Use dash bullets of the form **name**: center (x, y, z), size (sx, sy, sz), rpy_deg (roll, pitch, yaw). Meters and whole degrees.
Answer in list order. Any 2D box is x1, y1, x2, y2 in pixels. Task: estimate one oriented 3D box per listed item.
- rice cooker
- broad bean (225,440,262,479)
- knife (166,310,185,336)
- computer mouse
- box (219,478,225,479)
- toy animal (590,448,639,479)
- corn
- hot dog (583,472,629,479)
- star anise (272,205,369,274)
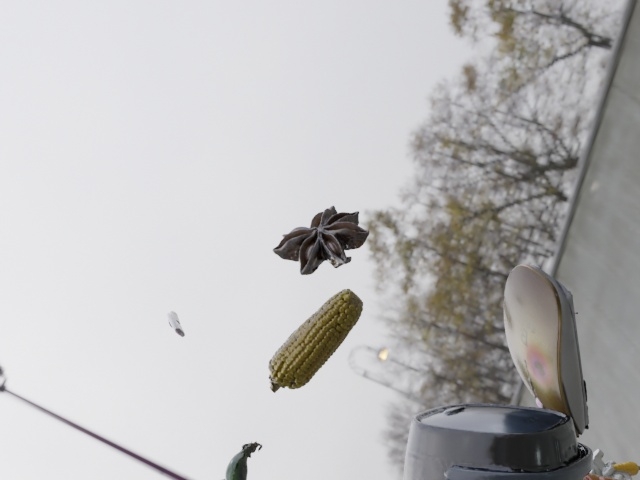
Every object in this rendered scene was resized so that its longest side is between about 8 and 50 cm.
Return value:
- **rice cooker**: center (0.244, 0.350, 1.291), size (0.267, 0.267, 0.224), rpy_deg (3, -93, -71)
- **broad bean**: center (-0.135, 0.587, 2.046), size (0.144, 0.292, 0.049), rpy_deg (-4, -25, -49)
- **knife**: center (-0.327, 0.183, 2.068), size (0.022, 0.046, 0.256), rpy_deg (-38, 12, -7)
- **computer mouse**: center (0.359, 0.182, 1.486), size (0.072, 0.158, 0.310), rpy_deg (-23, -59, -11)
- **box**: center (-0.350, 0.765, 2.473), size (0.180, 0.325, 0.047), rpy_deg (66, -156, 2)
- **toy animal**: center (0.702, 0.595, 2.228), size (0.127, 0.182, 0.131), rpy_deg (-49, -4, 37)
- **corn**: center (-0.016, 0.256, 2.340), size (0.322, 0.119, 0.119), rpy_deg (-49, -19, 3)
- **hot dog**: center (0.602, 0.527, 1.743), size (0.117, 0.349, 0.158), rpy_deg (105, 178, -71)
- **star anise**: center (0.012, 0.004, 2.019), size (0.212, 0.197, 0.073), rpy_deg (-29, -53, -17)
